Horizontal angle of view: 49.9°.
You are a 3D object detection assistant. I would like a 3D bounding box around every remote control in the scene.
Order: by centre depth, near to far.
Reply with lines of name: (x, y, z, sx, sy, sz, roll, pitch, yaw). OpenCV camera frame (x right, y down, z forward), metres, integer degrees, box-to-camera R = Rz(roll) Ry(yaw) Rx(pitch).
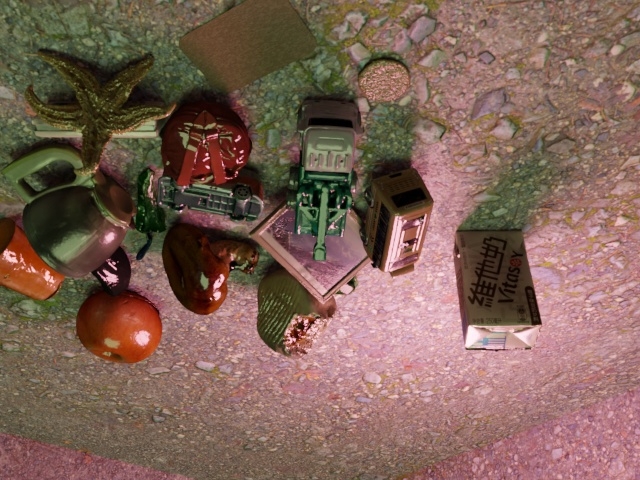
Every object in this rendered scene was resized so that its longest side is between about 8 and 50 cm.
remote control: (-0.499, -0.279, 1.564, 0.277, 0.103, 0.056, 1, 123, 2)

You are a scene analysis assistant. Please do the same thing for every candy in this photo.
candy: (0.025, 0.042, 2.011, 0.097, 0.097, 0.324, -13, 132, 18)

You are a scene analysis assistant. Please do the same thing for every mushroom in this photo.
mushroom: (-0.344, 0.077, 1.974, 0.267, 0.267, 0.254, -25, 169, 31)

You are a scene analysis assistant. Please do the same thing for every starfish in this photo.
starfish: (-0.471, -0.297, 1.483, 0.302, 0.299, 0.060, -18, 172, -5)

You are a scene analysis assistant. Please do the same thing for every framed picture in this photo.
framed picture: (0.000, 0.000, 1.859, 0.247, 0.022, 0.335, -42, 126, 2)

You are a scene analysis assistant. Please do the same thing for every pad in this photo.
pad: (-0.154, -0.416, 1.458, 0.266, 0.002, 0.176, -20, 138, 25)

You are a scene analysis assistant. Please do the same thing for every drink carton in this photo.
drink carton: (0.479, 0.131, 1.890, 0.194, 0.325, 0.132, -1, 142, 2)

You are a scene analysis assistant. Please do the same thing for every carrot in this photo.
carrot: (-0.875, 0.078, 1.985, 0.195, 0.196, 0.254, -15, 140, 20)

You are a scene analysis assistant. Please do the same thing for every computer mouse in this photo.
computer mouse: (-0.613, 0.090, 2.047, 0.073, 0.122, 0.217, 6, 147, 13)

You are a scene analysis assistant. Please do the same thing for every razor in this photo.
razor: (-0.515, 0.017, 2.020, 0.028, 0.044, 0.155, -9, 153, -32)

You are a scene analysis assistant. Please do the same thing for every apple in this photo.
apple: (-0.658, 0.287, 2.237, 0.251, 0.207, 0.272, -16, 141, 26)

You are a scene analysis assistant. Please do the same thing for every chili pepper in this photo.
chili pepper: (-0.453, -0.110, 1.836, 0.088, 0.059, 0.227, 4, 139, -11)

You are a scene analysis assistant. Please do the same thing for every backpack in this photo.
backpack: (-0.268, -0.229, 1.595, 0.229, 0.139, 0.229, 0, 144, 0)

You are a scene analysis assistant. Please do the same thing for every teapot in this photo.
teapot: (-0.622, -0.092, 1.781, 0.239, 0.322, 0.239, -31, 175, 14)

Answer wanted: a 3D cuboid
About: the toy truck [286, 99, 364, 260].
toy truck: (0.012, -0.143, 1.628, 0.176, 0.178, 0.364, 3, 125, -4)

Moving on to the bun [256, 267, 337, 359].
bun: (-0.068, 0.210, 2.092, 0.281, 0.282, 0.204, -29, 160, 34)

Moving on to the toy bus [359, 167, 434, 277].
toy bus: (0.198, -0.040, 1.782, 0.139, 0.157, 0.290, -16, 145, -16)

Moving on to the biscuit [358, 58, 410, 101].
biscuit: (0.141, -0.353, 1.520, 0.120, 0.015, 0.120, 0, 143, 0)

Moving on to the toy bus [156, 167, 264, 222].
toy bus: (-0.273, -0.132, 1.739, 0.264, 0.120, 0.121, 9, 142, -10)
